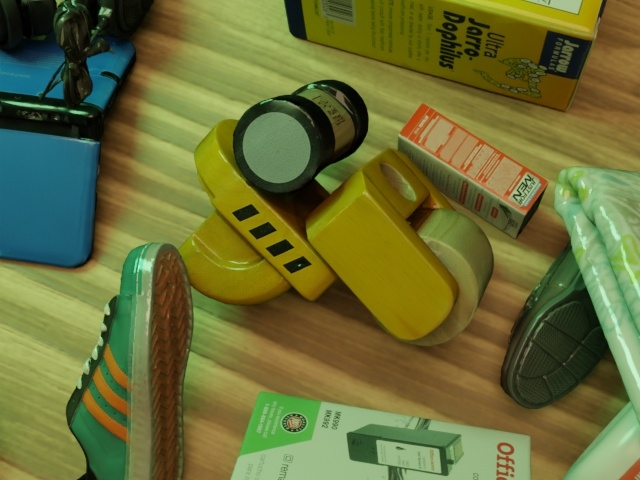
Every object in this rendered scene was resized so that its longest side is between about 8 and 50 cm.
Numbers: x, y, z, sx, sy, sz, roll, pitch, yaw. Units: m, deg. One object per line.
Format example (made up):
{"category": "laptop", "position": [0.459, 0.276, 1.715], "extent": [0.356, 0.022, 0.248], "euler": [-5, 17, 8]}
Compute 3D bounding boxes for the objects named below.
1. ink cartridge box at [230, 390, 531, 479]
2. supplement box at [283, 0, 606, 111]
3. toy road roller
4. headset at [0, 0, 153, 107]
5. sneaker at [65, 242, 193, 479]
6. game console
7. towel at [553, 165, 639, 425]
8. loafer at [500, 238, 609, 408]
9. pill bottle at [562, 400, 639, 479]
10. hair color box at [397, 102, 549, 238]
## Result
{"category": "ink cartridge box", "position": [0.058, 0.274, 1.088], "extent": [0.289, 0.121, 0.211], "euler": [8, 31, 5]}
{"category": "supplement box", "position": [0.152, -0.316, 1.282], "extent": [0.356, 0.195, 0.194], "euler": [17, 74, 9]}
{"category": "toy road roller", "position": [0.000, 0.000, 1.189], "extent": [0.329, 0.202, 0.240], "euler": [46, 112, 1]}
{"category": "headset", "position": [-0.301, -0.314, 1.282], "extent": [0.243, 0.185, 0.394], "euler": [-8, 53, -11]}
{"category": "sneaker", "position": [-0.209, 0.145, 1.156], "extent": [0.121, 0.108, 0.302], "euler": [9, 102, 18]}
{"category": "game console", "position": [-0.387, -0.127, 1.339], "extent": [0.293, 0.173, 0.250], "euler": [8, 42, 5]}
{"category": "towel", "position": [0.423, 0.084, 1.088], "extent": [0.320, 0.090, 0.374], "euler": [8, 48, -24]}
{"category": "loafer", "position": [0.279, 0.066, 1.227], "extent": [0.096, 0.084, 0.267], "euler": [39, 81, -18]}
{"category": "pill bottle", "position": [0.405, 0.294, 1.083], "extent": [0.323, 0.181, 0.181], "euler": [42, 79, 14]}
{"category": "hair color box", "position": [0.169, -0.078, 1.259], "extent": [0.167, 0.093, 0.053], "euler": [35, 78, 12]}
